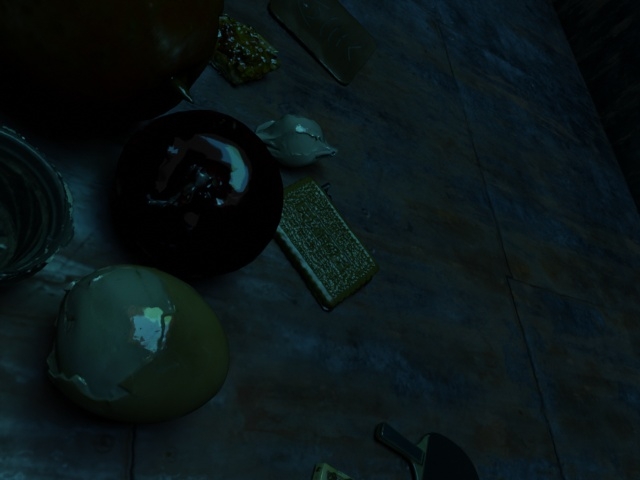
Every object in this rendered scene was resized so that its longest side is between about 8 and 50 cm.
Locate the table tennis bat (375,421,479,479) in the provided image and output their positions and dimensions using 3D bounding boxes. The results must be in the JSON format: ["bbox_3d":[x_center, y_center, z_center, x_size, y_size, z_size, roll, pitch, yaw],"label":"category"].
[{"bbox_3d":[0.206,0.420,1.159,0.274,0.021,0.154,39,43,-18],"label":"table tennis bat"}]

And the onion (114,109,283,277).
[{"bbox_3d":[-0.183,-0.077,0.965,0.273,0.285,0.272,1,86,-13],"label":"onion"}]

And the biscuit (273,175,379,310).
[{"bbox_3d":[0.000,0.000,1.236,0.172,0.029,0.254,-34,88,-41],"label":"biscuit"}]

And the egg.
[{"bbox_3d":[-0.230,0.142,0.826,0.244,0.201,0.200,34,44,-37],"label":"egg"}]

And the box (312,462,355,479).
[{"bbox_3d":[0.046,0.425,1.012,0.149,0.020,0.073,35,45,-18],"label":"box"}]

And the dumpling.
[{"bbox_3d":[-0.055,-0.217,1.303,0.188,0.108,0.127,4,36,-21],"label":"dumpling"}]

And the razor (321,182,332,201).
[{"bbox_3d":[0.038,-0.046,1.316,0.154,0.044,0.028,59,-1,2],"label":"razor"}]

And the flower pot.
[{"bbox_3d":[-0.449,-0.029,0.787,0.236,0.141,0.235,23,51,-31],"label":"flower pot"}]

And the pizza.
[{"bbox_3d":[-0.215,-0.422,1.304,0.306,0.086,0.161,18,53,-31],"label":"pizza"}]

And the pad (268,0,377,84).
[{"bbox_3d":[0.015,-0.567,1.654,0.284,0.018,0.286,43,42,-12],"label":"pad"}]

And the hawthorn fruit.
[{"bbox_3d":[-0.323,-0.351,0.933,0.403,0.403,0.402,22,50,-30],"label":"hawthorn fruit"}]
